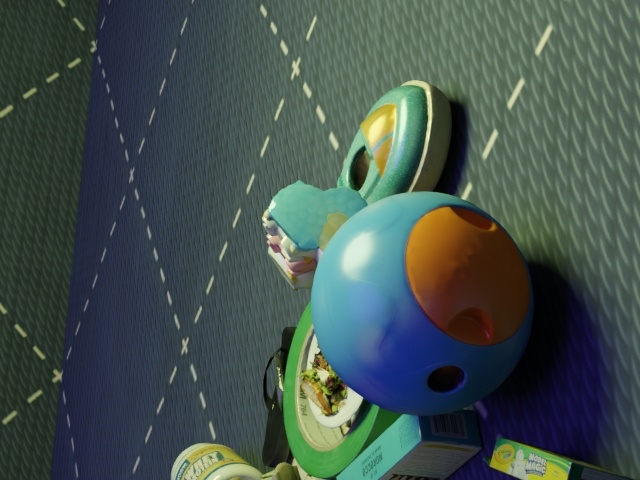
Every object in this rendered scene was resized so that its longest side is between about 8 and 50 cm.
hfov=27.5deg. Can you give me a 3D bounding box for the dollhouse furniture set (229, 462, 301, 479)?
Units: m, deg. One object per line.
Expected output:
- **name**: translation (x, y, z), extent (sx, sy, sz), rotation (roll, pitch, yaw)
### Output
- **dollhouse furniture set**: translation (-0.026, 0.389, 2.046), extent (0.182, 0.161, 0.101), rotation (-23, 82, 34)

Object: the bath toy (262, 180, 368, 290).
- **bath toy**: translation (0.000, 0.000, 1.949), extent (0.151, 0.129, 0.348), rotation (53, 172, 6)

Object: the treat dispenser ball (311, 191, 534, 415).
- **treat dispenser ball**: translation (0.131, 0.081, 1.688), extent (0.288, 0.288, 0.288), rotation (-33, 53, 58)

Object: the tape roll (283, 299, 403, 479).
- **tape roll**: translation (0.049, 0.214, 2.042), extent (0.321, 0.077, 0.321), rotation (-35, 48, 52)

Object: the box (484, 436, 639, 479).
- **box**: translation (0.277, 0.270, 1.529), extent (0.179, 0.105, 0.043), rotation (3, 76, 65)

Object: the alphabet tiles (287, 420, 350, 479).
- **alphabet tiles**: translation (-0.006, 0.409, 2.177), extent (0.278, 0.021, 0.284), rotation (-59, 33, 38)

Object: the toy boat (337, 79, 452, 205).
- **toy boat**: translation (0.115, -0.092, 1.945), extent (0.267, 0.148, 0.318), rotation (-65, 29, 29)

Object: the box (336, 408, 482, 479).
- **box**: translation (0.121, 0.315, 1.849), extent (0.244, 0.100, 0.060), rotation (-51, 37, 46)

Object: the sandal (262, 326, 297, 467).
- **sandal**: translation (-0.072, 0.268, 2.293), extent (0.097, 0.054, 0.255), rotation (145, 137, -61)

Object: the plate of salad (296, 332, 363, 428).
- **plate of salad**: translation (0.020, 0.183, 1.976), extent (0.200, 0.048, 0.200), rotation (-36, 47, 52)

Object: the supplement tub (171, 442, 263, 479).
- **supplement tub**: translation (-0.185, 0.456, 2.389), extent (0.199, 0.144, 0.144), rotation (17, 97, 64)
